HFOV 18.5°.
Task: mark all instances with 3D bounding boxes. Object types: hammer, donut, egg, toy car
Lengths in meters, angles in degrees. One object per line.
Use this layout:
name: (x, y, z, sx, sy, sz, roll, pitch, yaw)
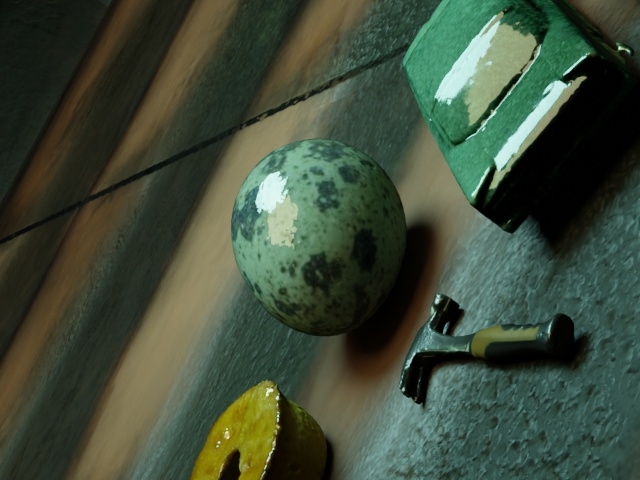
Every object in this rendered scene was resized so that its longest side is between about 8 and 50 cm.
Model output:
hammer: (0.105, 0.069, 1.264, 0.078, 0.021, 0.201, -63, 18, -14)
donut: (-0.049, 0.180, 1.422, 0.152, 0.058, 0.152, -50, 20, 26)
egg: (0.000, 0.000, 1.473, 0.132, 0.132, 0.172, -47, 32, 28)
toy car: (0.128, -0.125, 1.397, 0.141, 0.097, 0.321, -52, 19, 14)
